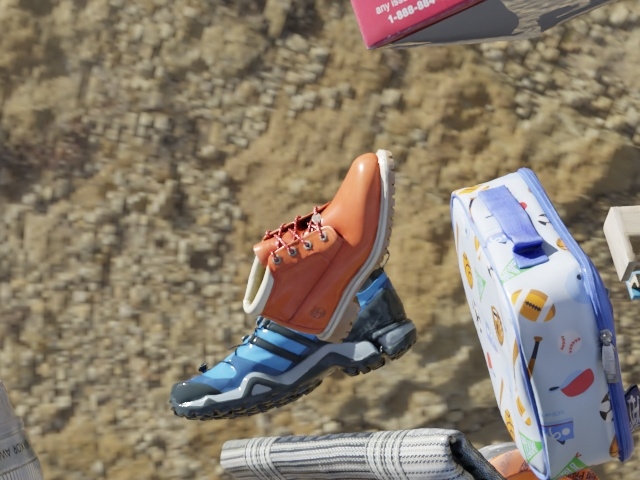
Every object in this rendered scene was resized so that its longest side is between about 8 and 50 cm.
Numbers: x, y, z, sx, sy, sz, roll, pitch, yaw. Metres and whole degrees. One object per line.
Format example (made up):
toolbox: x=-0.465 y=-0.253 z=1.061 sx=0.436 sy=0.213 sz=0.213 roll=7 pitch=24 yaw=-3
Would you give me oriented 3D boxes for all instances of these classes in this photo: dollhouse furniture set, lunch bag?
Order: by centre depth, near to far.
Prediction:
lunch bag: x=0.212 y=0.072 z=1.590 sx=0.115 sy=0.303 sz=0.243 roll=-15 pitch=116 yaw=-3
dollhouse furniture set: x=0.395 y=0.004 z=1.828 sx=0.184 sy=0.129 sz=0.129 roll=-3 pitch=53 yaw=-11

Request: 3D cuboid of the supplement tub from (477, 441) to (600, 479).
supplement tub: x=0.192 y=0.335 z=1.762 sx=0.207 sy=0.338 sz=0.207 roll=2 pitch=71 yaw=-7

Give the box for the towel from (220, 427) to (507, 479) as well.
towel: x=0.098 y=0.277 z=1.434 sx=0.312 sy=0.324 sz=0.056 roll=-11 pitch=41 yaw=50

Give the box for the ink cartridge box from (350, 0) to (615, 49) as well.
ink cartridge box: x=0.068 y=-0.170 z=0.557 sx=0.128 sy=0.127 sz=0.176 roll=-21 pitch=85 yaw=37

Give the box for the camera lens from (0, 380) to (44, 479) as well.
camera lens: x=-0.305 y=0.265 z=1.267 sx=0.219 sy=0.219 sz=0.274 roll=-16 pitch=90 yaw=26

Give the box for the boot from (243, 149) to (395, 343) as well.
boot: x=0.000 y=0.000 z=1.169 sx=0.085 sy=0.059 sz=0.158 roll=15 pitch=118 yaw=-16

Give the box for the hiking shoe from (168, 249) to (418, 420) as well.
hiking shoe: x=-0.042 y=0.120 z=1.949 sx=0.304 sy=0.113 sz=0.132 roll=-20 pitch=79 yaw=-5
